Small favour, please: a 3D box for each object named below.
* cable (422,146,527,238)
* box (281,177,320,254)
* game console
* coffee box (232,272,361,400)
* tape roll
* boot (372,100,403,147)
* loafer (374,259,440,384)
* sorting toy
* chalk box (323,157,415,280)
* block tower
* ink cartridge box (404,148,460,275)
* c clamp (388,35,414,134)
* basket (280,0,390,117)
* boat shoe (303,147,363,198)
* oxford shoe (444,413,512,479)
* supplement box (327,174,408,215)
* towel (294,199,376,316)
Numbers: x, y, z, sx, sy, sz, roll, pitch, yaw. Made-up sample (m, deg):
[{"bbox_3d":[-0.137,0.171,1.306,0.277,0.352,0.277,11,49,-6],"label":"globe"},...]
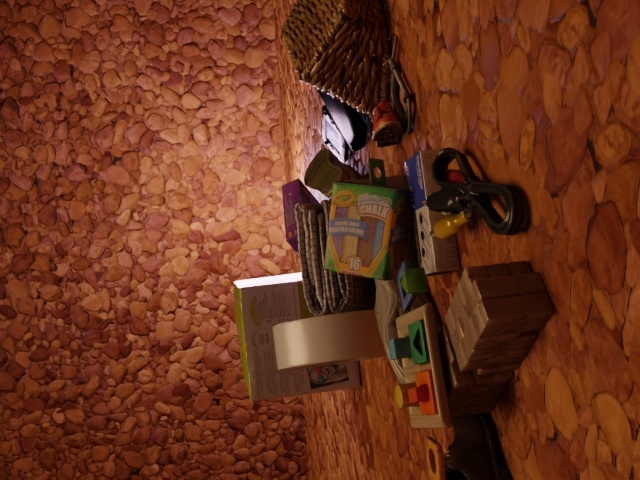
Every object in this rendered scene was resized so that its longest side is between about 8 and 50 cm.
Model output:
[{"bbox_3d":[0.230,-0.069,1.138,0.287,0.072,0.139,-174,95,-69],"label":"cable"},{"bbox_3d":[0.000,0.000,2.072,0.293,0.057,0.201,49,-155,-41],"label":"box"},{"bbox_3d":[0.045,-0.291,1.973,0.213,0.044,0.361,61,172,17],"label":"game console"},{"bbox_3d":[-0.085,0.279,2.425,0.337,0.335,0.338,-178,82,-81],"label":"coffee box"},{"bbox_3d":[0.036,0.224,1.759,0.286,0.286,0.100,124,138,-77],"label":"tape roll"},{"bbox_3d":[0.125,-0.235,1.537,0.158,0.059,0.084,56,-154,-88],"label":"boot"},{"bbox_3d":[0.163,0.152,1.498,0.111,0.112,0.319,86,180,-47],"label":"loafer"},{"bbox_3d":[0.143,0.200,1.204,0.196,0.047,0.347,120,144,-75],"label":"sorting toy"},{"bbox_3d":[0.102,-0.043,1.444,0.132,0.132,0.213,-5,-76,-61],"label":"chalk box"},{"bbox_3d":[0.225,0.151,1.113,0.335,0.097,0.091,100,162,-55],"label":"block tower"},{"bbox_3d":[0.190,-0.045,1.347,0.097,0.046,0.207,145,118,-79],"label":"ink cartridge box"},{"bbox_3d":[0.152,-0.288,1.504,0.137,0.022,0.160,93,167,-51],"label":"c clamp"},{"bbox_3d":[0.071,-0.439,1.696,0.213,0.223,0.299,-55,28,24],"label":"basket"},{"bbox_3d":[0.039,-0.150,2.004,0.113,0.103,0.302,-54,22,11],"label":"boat shoe"},{"bbox_3d":[0.226,0.331,1.224,0.227,0.096,0.082,-103,9,-48],"label":"oxford shoe"},{"bbox_3d":[0.097,-0.077,1.662,0.239,0.130,0.073,138,126,-78],"label":"supplement box"},{"bbox_3d":[0.048,0.045,1.879,0.235,0.121,0.283,15,-112,-68],"label":"towel"}]
